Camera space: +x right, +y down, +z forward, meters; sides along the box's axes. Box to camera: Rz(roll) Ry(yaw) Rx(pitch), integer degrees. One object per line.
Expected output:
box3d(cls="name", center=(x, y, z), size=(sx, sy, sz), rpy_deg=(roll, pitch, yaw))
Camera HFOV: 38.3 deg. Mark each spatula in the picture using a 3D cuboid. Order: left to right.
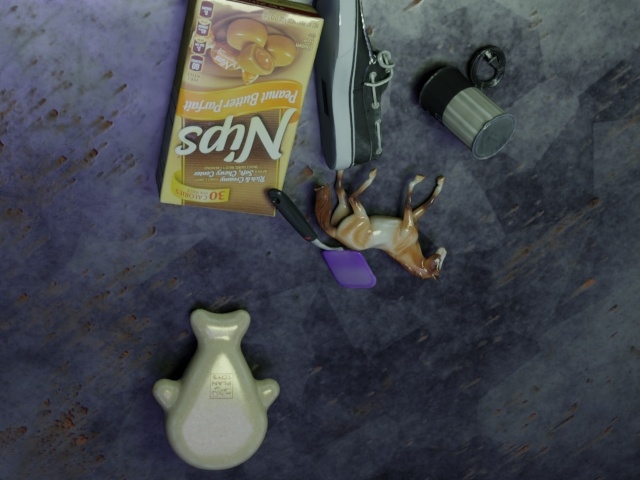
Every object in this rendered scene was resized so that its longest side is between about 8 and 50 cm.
box3d(cls="spatula", center=(0.000, 0.000, 1.470), size=(0.084, 0.030, 0.296), rpy_deg=(1, 153, 34))

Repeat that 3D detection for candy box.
box3d(cls="candy box", center=(-0.125, -0.201, 1.361), size=(0.182, 0.087, 0.317), rpy_deg=(7, 115, -18))

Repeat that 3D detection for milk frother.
box3d(cls="milk frother", center=(0.253, -0.216, 1.416), size=(0.129, 0.135, 0.143), rpy_deg=(12, 121, -53))

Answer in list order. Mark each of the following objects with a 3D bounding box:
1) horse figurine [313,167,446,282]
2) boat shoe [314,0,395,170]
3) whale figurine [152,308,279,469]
box3d(cls="horse figurine", center=(0.096, -0.036, 1.514), size=(0.263, 0.066, 0.175), rpy_deg=(9, 109, -19))
box3d(cls="boat shoe", center=(0.056, -0.246, 1.370), size=(0.104, 0.113, 0.306), rpy_deg=(-12, 122, -14))
box3d(cls="whale figurine", center=(-0.180, 0.249, 1.578), size=(0.216, 0.141, 0.272), rpy_deg=(0, 92, -14))
